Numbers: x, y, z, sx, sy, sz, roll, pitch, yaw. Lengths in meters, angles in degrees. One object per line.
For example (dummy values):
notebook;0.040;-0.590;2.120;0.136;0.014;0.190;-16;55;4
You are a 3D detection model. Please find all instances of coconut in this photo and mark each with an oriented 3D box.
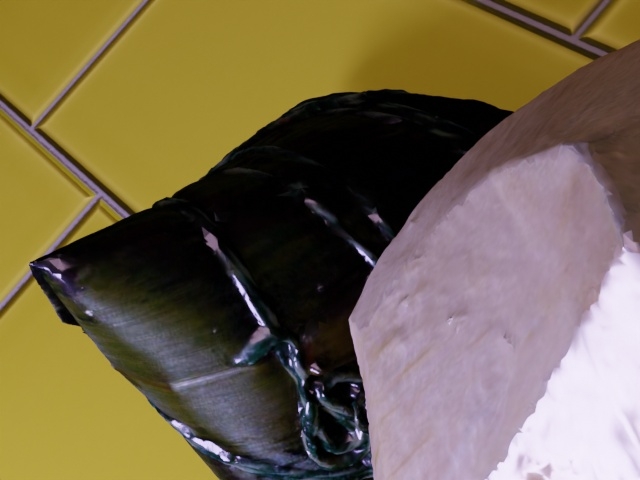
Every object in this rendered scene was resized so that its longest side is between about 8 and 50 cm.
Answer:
coconut;0.193;0.085;0.561;0.415;0.415;0.345;-14;53;28

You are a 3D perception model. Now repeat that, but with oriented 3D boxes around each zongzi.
zongzi;0.000;0.000;0.923;0.383;0.319;0.362;-39;31;-18
